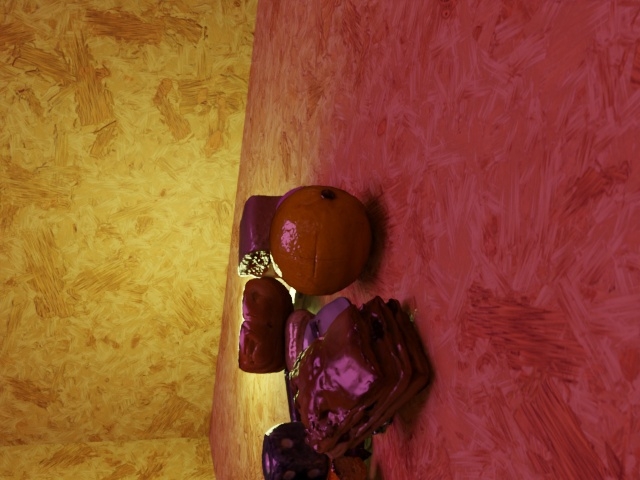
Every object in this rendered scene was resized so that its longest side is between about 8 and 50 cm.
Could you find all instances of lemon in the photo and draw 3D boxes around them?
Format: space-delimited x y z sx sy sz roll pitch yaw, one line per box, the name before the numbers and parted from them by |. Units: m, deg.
lemon | 0.000 0.000 1.743 0.297 0.296 0.297 -178 90 -73

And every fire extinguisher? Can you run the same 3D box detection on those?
fire extinguisher | -0.073 0.568 2.246 0.089 0.072 0.268 63 -168 -52

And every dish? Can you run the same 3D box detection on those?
dish | 0.014 0.320 1.930 0.316 0.106 0.317 -177 90 -73

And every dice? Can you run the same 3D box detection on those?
dice | -0.085 0.699 2.071 0.181 0.183 0.182 -115 31 -52

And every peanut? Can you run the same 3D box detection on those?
peanut | -0.052 0.349 2.123 0.122 0.137 0.254 -1 86 30

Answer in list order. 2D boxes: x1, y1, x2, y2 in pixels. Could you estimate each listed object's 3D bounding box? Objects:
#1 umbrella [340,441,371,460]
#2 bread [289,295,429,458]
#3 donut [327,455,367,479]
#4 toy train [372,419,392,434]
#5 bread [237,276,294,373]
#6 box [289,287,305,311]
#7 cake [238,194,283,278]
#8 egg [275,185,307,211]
umbrella | 0.076 0.572 1.718 0.094 0.090 0.326 -158 69 -69
bread | 0.065 0.290 1.473 0.324 0.167 0.278 -40 39 19
donut | 0.086 0.669 1.603 0.259 0.101 0.152 62 148 35
toy train | 0.119 0.414 1.589 0.178 0.104 0.071 111 159 -43
bread | -0.169 0.286 2.226 0.337 0.147 0.328 47 -133 -77
box | -0.084 0.194 2.372 0.084 0.040 0.155 -115 31 -51
cake | -0.172 -0.007 2.368 0.309 0.236 0.230 120 151 -60
egg | -0.049 -0.032 2.039 0.196 0.196 0.272 151 116 -70
